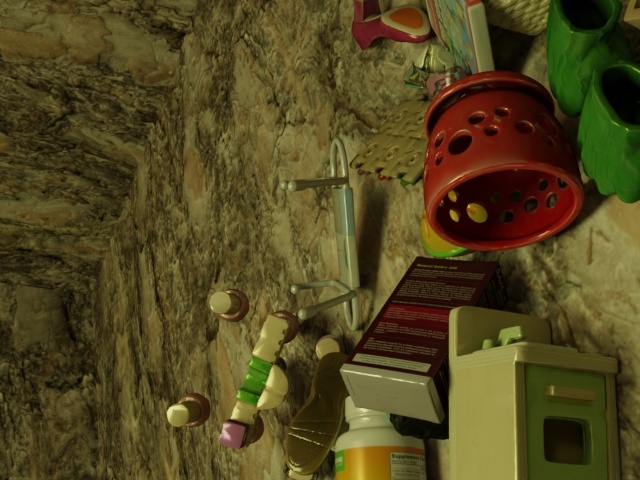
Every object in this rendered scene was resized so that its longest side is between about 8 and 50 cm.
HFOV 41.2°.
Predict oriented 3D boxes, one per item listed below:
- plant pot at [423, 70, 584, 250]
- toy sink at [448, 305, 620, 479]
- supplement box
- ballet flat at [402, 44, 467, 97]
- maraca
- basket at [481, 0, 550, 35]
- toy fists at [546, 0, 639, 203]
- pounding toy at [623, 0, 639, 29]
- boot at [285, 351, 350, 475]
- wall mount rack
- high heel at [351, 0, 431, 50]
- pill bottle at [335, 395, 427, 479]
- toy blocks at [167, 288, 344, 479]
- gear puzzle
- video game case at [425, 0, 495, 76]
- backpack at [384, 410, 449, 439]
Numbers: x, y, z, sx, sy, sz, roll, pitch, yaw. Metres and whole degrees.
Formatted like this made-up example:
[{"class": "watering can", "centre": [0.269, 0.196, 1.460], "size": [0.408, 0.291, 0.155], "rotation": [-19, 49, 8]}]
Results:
[{"class": "plant pot", "centre": [0.224, -0.106, 1.073], "size": [0.191, 0.191, 0.174], "rotation": [-45, 36, 50]}, {"class": "toy sink", "centre": [0.249, 0.188, 0.988], "size": [0.131, 0.153, 0.234], "rotation": [-27, 56, 59]}, {"class": "supplement box", "centre": [0.142, 0.122, 1.122], "size": [0.130, 0.073, 0.239], "rotation": [4, 40, 36]}, {"class": "ballet flat", "centre": [0.186, -0.266, 1.342], "size": [0.221, 0.077, 0.079], "rotation": [-118, 26, -68]}, {"class": "maraca", "centre": [0.219, -0.047, 1.207], "size": [0.186, 0.099, 0.127], "rotation": [-38, 38, 20]}, {"class": "basket", "centre": [0.295, -0.363, 1.142], "size": [0.167, 0.113, 0.103], "rotation": [-31, 55, 58]}, {"class": "toy fists", "centre": [0.330, -0.172, 0.983], "size": [0.142, 0.096, 0.279], "rotation": [81, 178, -55]}, {"class": "pounding toy", "centre": [0.416, -0.317, 0.911], "size": [0.206, 0.094, 0.181], "rotation": [-70, 21, 0]}, {"class": "boot", "centre": [0.013, 0.312, 1.395], "size": [0.165, 0.077, 0.213], "rotation": [76, -152, -48]}, {"class": "wall mount rack", "centre": [0.000, 0.000, 1.465], "size": [0.304, 0.131, 0.350], "rotation": [-154, 58, -81]}, {"class": "high heel", "centre": [0.130, -0.373, 1.562], "size": [0.244, 0.082, 0.117], "rotation": [38, 148, 47]}, {"class": "pill bottle", "centre": [0.090, 0.356, 1.267], "size": [0.136, 0.136, 0.245], "rotation": [-37, 48, 55]}, {"class": "toy blocks", "centre": [-0.095, 0.273, 1.651], "size": [0.260, 0.309, 0.288], "rotation": [51, -121, -81]}, {"class": "gear puzzle", "centre": [0.174, -0.152, 1.343], "size": [0.175, 0.044, 0.339], "rotation": [-49, 23, -6]}, {"class": "video game case", "centre": [0.202, -0.338, 1.283], "size": [0.204, 0.025, 0.285], "rotation": [67, -176, -46]}, {"class": "backpack", "centre": [0.143, 0.197, 1.222], "size": [0.182, 0.152, 0.115], "rotation": [-108, 33, -54]}]
